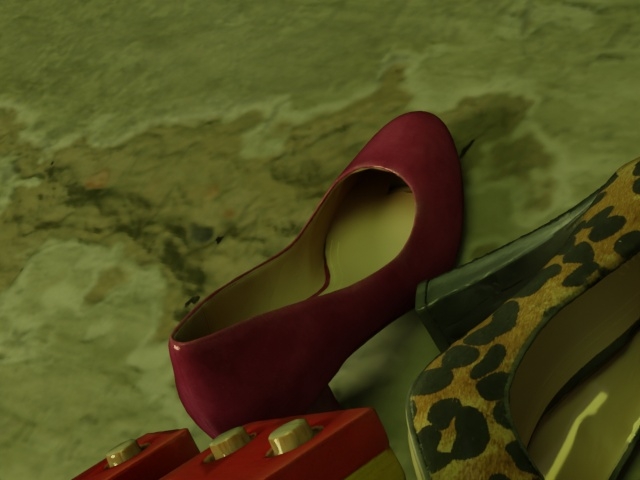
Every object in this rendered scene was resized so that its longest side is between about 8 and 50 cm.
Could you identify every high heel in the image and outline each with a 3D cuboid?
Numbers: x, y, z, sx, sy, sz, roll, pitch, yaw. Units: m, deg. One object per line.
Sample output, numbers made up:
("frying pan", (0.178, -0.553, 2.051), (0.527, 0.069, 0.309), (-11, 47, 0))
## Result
("high heel", (0.000, 0.000, 0.780), (0.082, 0.117, 0.244), (5, 52, 36))
("high heel", (0.133, 0.055, 0.654), (0.186, 0.093, 0.261), (-26, 31, 16))

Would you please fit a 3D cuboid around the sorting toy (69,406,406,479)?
("sorting toy", (-0.098, 0.153, 0.566), (0.255, 0.089, 0.257), (-30, 7, -31))
